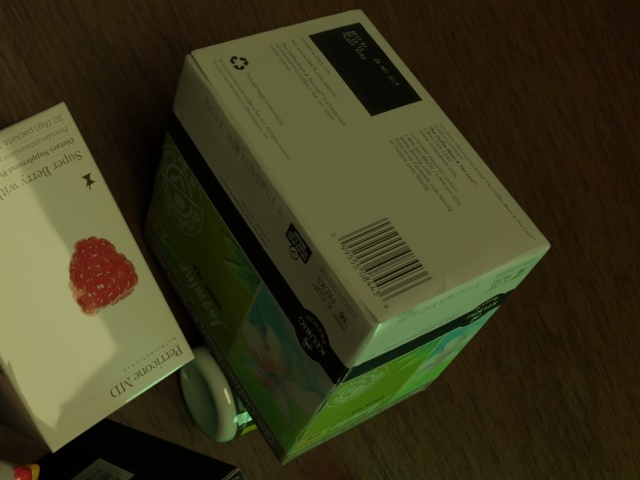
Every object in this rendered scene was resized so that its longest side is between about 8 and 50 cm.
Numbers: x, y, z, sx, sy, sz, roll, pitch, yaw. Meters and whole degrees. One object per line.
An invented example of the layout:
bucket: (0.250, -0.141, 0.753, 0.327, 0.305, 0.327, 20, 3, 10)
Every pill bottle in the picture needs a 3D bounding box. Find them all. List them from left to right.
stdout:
pill bottle: (-0.053, 0.154, 1.148, 0.215, 0.117, 0.117, -19, 100, -31)

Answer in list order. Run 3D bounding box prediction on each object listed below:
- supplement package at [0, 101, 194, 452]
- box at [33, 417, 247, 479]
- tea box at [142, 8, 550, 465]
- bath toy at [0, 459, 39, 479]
supplement package: (-0.292, 0.035, 0.963, 0.177, 0.175, 0.293, -33, 107, -29)
box: (-0.157, 0.374, 0.947, 0.179, 0.343, 0.312, -36, 107, -29)
tea box: (0.000, 0.000, 0.993, 0.220, 0.323, 0.329, -22, 65, -30)
bath toy: (-0.375, 0.142, 0.879, 0.348, 0.151, 0.129, 52, 21, 6)
